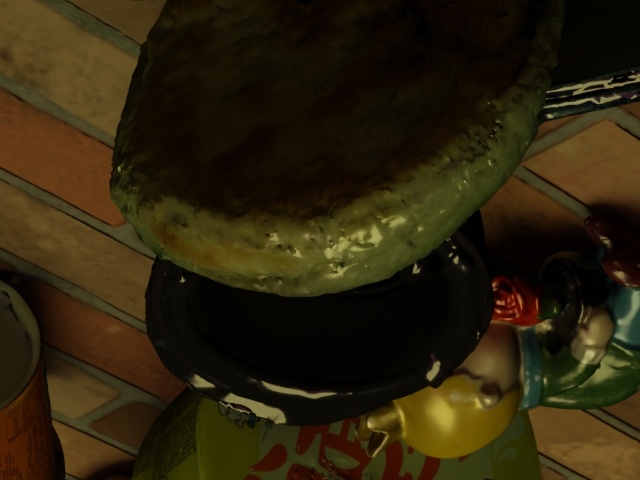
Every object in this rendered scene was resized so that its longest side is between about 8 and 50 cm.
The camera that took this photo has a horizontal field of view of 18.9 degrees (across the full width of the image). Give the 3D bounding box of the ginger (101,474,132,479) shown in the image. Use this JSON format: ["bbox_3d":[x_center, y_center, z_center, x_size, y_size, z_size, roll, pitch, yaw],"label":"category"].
[{"bbox_3d":[-0.080,0.294,1.725,0.348,0.363,0.122,-9,100,5],"label":"ginger"}]

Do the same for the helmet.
[{"bbox_3d":[0.000,0.000,1.350,0.231,0.160,0.279,19,142,-15],"label":"helmet"}]

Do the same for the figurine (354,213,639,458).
[{"bbox_3d":[0.135,0.075,1.430,0.234,0.127,0.185,-4,142,-11],"label":"figurine"}]

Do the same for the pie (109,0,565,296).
[{"bbox_3d":[0.004,-0.097,1.088,0.303,0.302,0.067,-9,141,23],"label":"pie"}]

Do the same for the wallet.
[{"bbox_3d":[0.067,-0.100,1.179,0.379,0.190,0.046,-8,115,23],"label":"wallet"}]

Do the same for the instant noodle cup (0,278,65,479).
[{"bbox_3d":[-0.322,0.140,1.590,0.230,0.230,0.182,10,138,-4],"label":"instant noodle cup"}]

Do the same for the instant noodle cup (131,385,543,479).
[{"bbox_3d":[-0.003,0.197,1.557,0.311,0.311,0.221,22,154,-20],"label":"instant noodle cup"}]
